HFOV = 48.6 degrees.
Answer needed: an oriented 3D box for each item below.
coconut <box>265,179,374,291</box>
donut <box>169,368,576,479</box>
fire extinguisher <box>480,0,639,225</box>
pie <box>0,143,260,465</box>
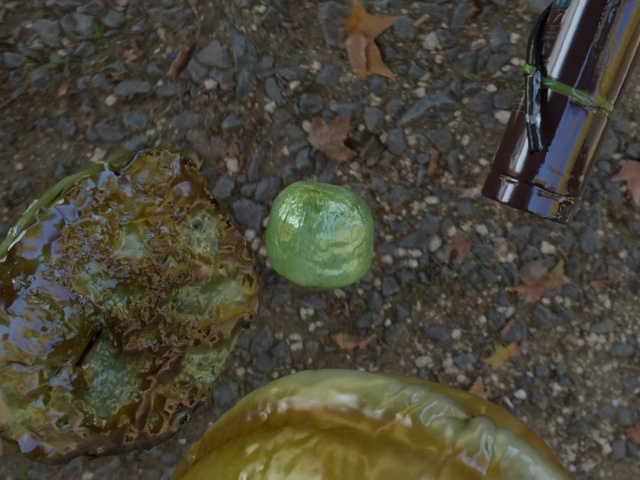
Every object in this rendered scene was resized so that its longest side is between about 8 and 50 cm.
[{"bbox_3d":[0.000,0.000,0.558,0.087,0.088,0.096,0,125,-9],"label":"coconut"},{"bbox_3d":[0.047,0.305,0.537,0.448,0.198,0.449,10,112,27],"label":"donut"},{"bbox_3d":[0.252,-0.189,0.673,0.105,0.141,0.341,21,102,15],"label":"fire extinguisher"},{"bbox_3d":[-0.217,0.073,0.772,0.288,0.103,0.355,37,79,-36],"label":"pie"}]
